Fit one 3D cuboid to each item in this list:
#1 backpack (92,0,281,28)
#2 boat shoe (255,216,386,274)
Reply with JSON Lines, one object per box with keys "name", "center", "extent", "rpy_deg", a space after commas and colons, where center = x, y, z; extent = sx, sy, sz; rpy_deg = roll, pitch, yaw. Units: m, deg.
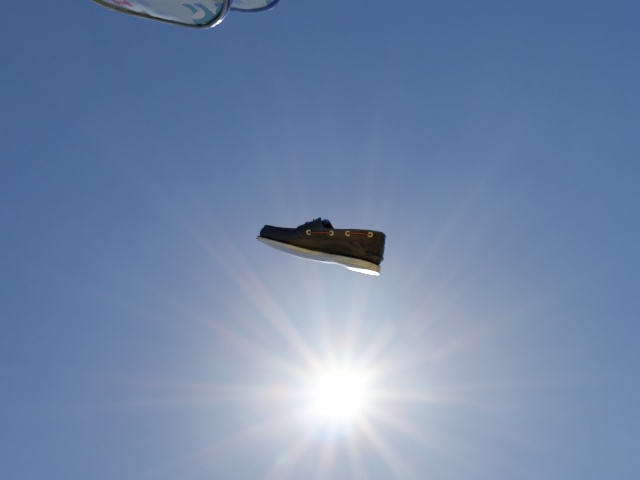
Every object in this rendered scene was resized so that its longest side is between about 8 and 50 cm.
{"name": "backpack", "center": [-0.053, -0.122, 0.349], "extent": [0.114, 0.105, 0.084], "rpy_deg": [59, -129, -67]}
{"name": "boat shoe", "center": [0.001, 0.000, 0.992], "extent": [0.049, 0.133, 0.042], "rpy_deg": [28, -106, -62]}
